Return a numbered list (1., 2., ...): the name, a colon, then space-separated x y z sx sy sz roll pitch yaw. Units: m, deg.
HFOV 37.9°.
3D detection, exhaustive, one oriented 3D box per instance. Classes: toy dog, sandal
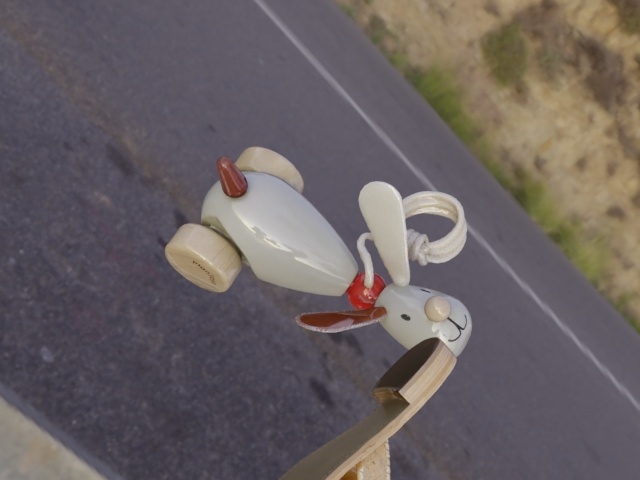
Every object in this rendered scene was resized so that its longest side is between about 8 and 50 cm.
1. toy dog: 0.000 0.000 0.962 0.161 0.333 0.220 86 13 -64
2. sandal: 0.038 0.188 0.747 0.079 0.240 0.088 49 -15 -8
